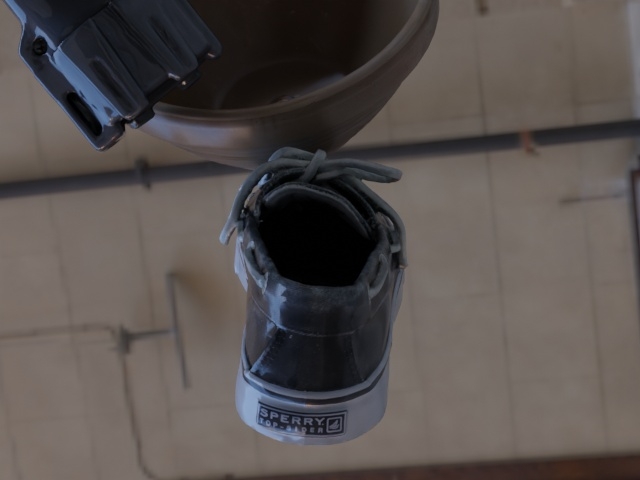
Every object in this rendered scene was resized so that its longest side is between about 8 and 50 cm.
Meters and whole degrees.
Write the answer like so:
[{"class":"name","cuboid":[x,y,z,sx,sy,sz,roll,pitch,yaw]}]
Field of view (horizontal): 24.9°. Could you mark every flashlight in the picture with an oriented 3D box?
[{"class":"flashlight","cuboid":[-0.177,-0.206,0.837,0.304,0.103,0.103,50,-136,-2]}]

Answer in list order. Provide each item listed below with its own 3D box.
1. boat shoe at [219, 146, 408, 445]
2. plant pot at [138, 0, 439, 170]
[{"class":"boat shoe","cuboid":[-0.004,0.000,0.849,0.306,0.113,0.105,-74,-12,-67]},{"class":"plant pot","cuboid":[-0.033,-0.126,0.977,0.110,0.237,0.237,75,-166,-47]}]
